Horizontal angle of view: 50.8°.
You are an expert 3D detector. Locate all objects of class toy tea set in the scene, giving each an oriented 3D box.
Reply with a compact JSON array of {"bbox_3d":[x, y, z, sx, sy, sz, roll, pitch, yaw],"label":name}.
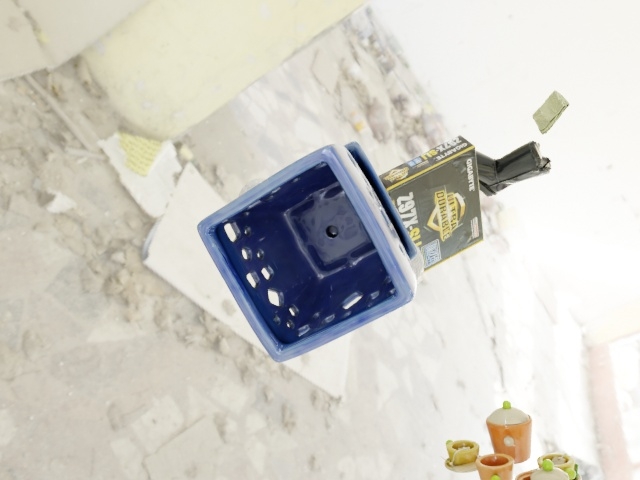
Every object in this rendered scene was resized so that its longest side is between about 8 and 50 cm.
[{"bbox_3d":[0.379,0.405,1.305,0.199,0.336,0.125,-9,94,-19],"label":"toy tea set"}]

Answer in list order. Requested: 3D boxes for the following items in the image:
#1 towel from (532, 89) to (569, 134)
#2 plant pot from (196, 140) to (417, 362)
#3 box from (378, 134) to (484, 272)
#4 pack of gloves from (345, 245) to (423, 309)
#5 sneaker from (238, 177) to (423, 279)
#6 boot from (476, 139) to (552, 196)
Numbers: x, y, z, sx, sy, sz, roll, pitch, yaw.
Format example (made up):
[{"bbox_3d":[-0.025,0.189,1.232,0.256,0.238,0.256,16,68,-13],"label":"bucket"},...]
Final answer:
[{"bbox_3d":[0.642,-0.362,1.885,0.027,0.110,0.148,31,27,-9],"label":"towel"},{"bbox_3d":[0.000,0.000,0.982,0.236,0.235,0.212,60,21,-7],"label":"plant pot"},{"bbox_3d":[0.287,-0.076,1.735,0.079,0.257,0.322,54,-14,47],"label":"box"},{"bbox_3d":[0.134,0.102,1.533,0.046,0.232,0.195,48,-12,26],"label":"pack of gloves"},{"bbox_3d":[0.018,-0.037,1.296,0.365,0.138,0.210,23,23,-10],"label":"sneaker"},{"bbox_3d":[0.493,-0.226,1.851,0.246,0.207,0.094,32,48,-33],"label":"boot"}]
